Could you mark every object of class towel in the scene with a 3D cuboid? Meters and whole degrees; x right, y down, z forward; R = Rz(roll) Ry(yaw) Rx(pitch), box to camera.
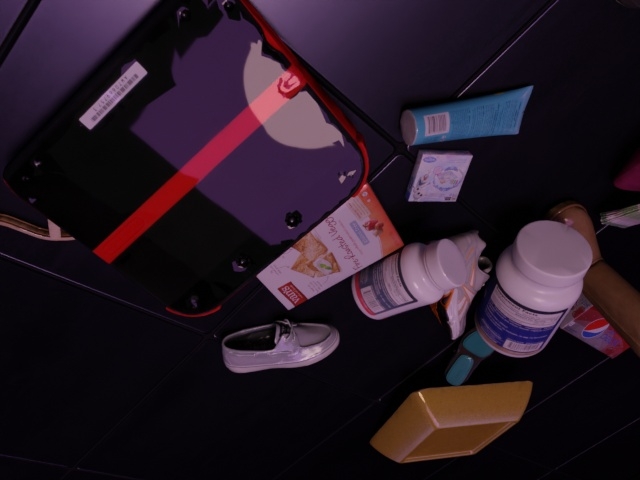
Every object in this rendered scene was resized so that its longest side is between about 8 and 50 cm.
[{"bbox_3d":[0.620,-0.060,0.972,0.113,0.023,0.152,5,159,-38],"label":"towel"}]

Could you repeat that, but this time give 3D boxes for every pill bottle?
[{"bbox_3d":[0.393,0.094,0.973,0.153,0.153,0.265,-10,141,-9],"label":"pill bottle"},{"bbox_3d":[0.151,0.064,0.885,0.108,0.108,0.180,28,143,-34],"label":"pill bottle"}]

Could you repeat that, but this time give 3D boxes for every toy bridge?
[{"bbox_3d":[-0.377,-0.030,0.737,0.188,0.026,0.063,1,129,-18],"label":"toy bridge"}]

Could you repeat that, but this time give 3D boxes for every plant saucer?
[{"bbox_3d":[0.332,0.472,1.311,0.332,0.081,0.333,1,139,-19],"label":"plant saucer"}]

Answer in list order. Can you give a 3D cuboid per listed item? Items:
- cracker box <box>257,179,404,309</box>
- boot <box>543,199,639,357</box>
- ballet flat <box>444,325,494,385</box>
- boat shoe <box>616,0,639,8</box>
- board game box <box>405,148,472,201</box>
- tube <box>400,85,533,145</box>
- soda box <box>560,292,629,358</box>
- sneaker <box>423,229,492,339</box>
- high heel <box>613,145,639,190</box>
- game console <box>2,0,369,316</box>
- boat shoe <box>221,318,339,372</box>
[{"bbox_3d":[0.000,0.000,0.853,0.232,0.067,0.156,-30,131,9],"label":"cracker box"},{"bbox_3d":[0.532,0.075,0.947,0.089,0.269,0.236,-34,131,10],"label":"boot"},{"bbox_3d":[0.343,0.243,1.171,0.074,0.074,0.203,8,127,-23],"label":"ballet flat"},{"bbox_3d":[0.418,-0.358,0.699,0.049,0.042,0.133,-44,129,17],"label":"boat shoe"},{"bbox_3d":[0.194,-0.106,0.855,0.090,0.020,0.090,-1,130,-16],"label":"board game box"},{"bbox_3d":[0.224,-0.184,0.784,0.207,0.052,0.080,-11,136,-15],"label":"tube"},{"bbox_3d":[0.629,0.183,1.195,0.263,0.083,0.092,27,118,-34],"label":"soda box"},{"bbox_3d":[0.276,0.090,1.001,0.121,0.099,0.262,-22,133,-5],"label":"sneaker"},{"bbox_3d":[0.724,-0.142,0.964,0.377,0.127,0.181,7,156,-27],"label":"high heel"},{"bbox_3d":[-0.161,-0.094,0.698,0.386,0.060,0.342,-39,115,12],"label":"game console"},{"bbox_3d":[-0.076,0.192,0.984,0.227,0.079,0.081,-11,136,-4],"label":"boat shoe"}]
